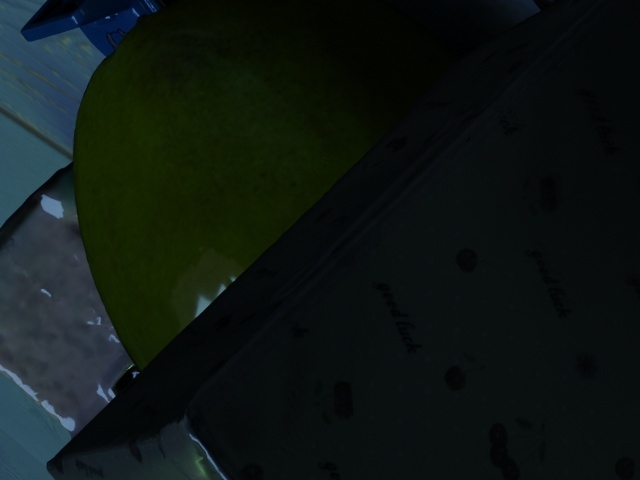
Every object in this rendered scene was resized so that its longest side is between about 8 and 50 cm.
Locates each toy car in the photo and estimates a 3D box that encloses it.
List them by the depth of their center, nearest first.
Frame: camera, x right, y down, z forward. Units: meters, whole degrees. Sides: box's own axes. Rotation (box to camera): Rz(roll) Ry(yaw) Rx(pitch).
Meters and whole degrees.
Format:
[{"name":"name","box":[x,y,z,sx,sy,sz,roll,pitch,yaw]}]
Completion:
[{"name":"toy car","box":[-0.155,-0.181,1.110,0.191,0.100,0.097,53,152,-21]}]

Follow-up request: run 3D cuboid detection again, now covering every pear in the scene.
[{"name":"pear","box":[0.000,0.000,0.948,0.321,0.269,0.269,51,157,8]}]

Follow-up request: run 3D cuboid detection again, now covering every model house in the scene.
[{"name":"model house","box":[-0.096,0.039,1.167,0.237,0.202,0.237,43,-174,-6]}]

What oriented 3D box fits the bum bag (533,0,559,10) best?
[{"name":"bum bag","box":[0.093,-0.154,0.772,0.248,0.069,0.102,40,171,21]}]

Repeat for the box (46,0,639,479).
[{"name":"box","box":[0.083,0.063,0.699,0.225,0.297,0.190,50,156,-8]}]
